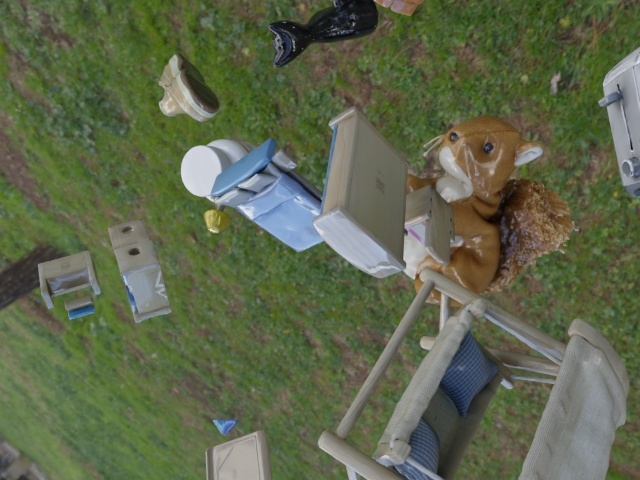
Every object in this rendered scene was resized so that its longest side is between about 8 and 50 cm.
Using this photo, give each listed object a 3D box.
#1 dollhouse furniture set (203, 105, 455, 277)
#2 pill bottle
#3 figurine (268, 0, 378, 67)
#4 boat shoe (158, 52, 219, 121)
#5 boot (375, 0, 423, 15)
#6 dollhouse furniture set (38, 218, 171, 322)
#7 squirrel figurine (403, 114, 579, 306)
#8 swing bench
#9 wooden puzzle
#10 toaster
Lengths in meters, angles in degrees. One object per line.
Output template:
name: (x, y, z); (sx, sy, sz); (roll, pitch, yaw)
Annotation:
dollhouse furniture set: (0.000, 0.000, 0.869); (0.303, 0.198, 0.286); (-24, 131, 36)
pill bottle: (-0.183, -0.147, 1.225); (0.136, 0.246, 0.136); (3, 96, 26)
figurine: (-0.018, -0.416, 0.927); (0.092, 0.209, 0.215); (25, 139, 47)
boat shoe: (-0.196, -0.203, 0.807); (0.068, 0.072, 0.190); (41, -169, -34)
boot: (0.116, -0.491, 0.991); (0.197, 0.073, 0.152); (33, 151, -4)
dollhouse furniture set: (-0.377, 0.067, 0.993); (0.129, 0.184, 0.129); (-125, 26, -43)
squirrel figurine: (0.340, -0.070, 1.212); (0.370, 0.397, 0.281); (-69, 27, 17)
swing bench: (0.175, 0.200, 0.601); (0.255, 0.253, 0.165); (19, 142, 26)
wooden puzzle: (-0.085, 0.243, 0.593); (0.079, 0.116, 0.014); (-15, 145, 17)
toaster: (0.404, -0.142, 0.569); (0.129, 0.227, 0.146); (28, -135, -86)
